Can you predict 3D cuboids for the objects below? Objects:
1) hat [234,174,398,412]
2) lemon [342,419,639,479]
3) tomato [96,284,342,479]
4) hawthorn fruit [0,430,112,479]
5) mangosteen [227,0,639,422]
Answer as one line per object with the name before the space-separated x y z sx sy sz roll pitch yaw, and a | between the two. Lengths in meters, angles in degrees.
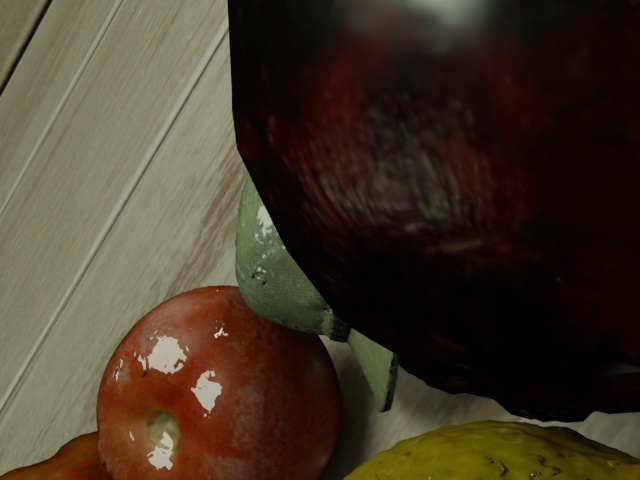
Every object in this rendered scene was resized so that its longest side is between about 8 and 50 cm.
hat | 0.000 0.000 0.813 0.257 0.130 0.257 -175 90 -90
lemon | 0.082 0.231 0.510 0.310 0.258 0.258 -55 30 28
tomato | -0.082 0.143 0.894 0.208 0.184 0.208 3 96 29
hawthorn fruit | -0.193 0.302 0.947 0.261 0.224 0.224 30 94 41
mangosteen | 0.133 -0.108 0.562 0.381 0.381 0.421 -43 28 33
